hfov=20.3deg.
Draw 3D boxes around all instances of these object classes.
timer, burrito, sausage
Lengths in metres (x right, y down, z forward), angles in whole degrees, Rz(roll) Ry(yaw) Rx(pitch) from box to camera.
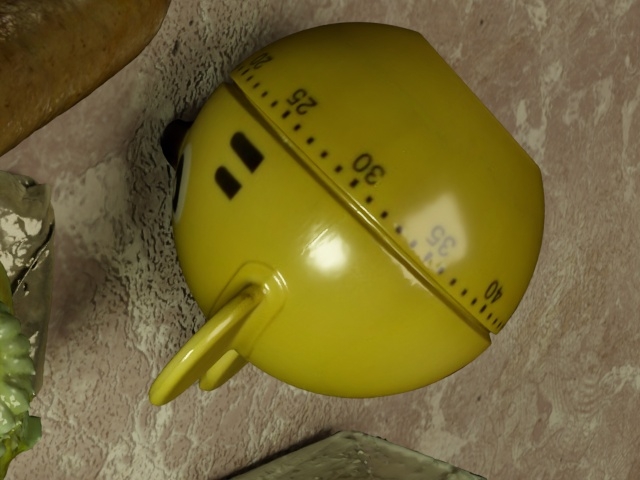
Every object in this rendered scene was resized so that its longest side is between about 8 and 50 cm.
[{"bbox_3d":[0.000,0.000,1.603,0.387,0.376,0.376,-44,141,5],"label":"timer"},{"bbox_3d":[-0.264,0.051,1.495,0.087,0.060,0.226,-6,111,-44],"label":"burrito"},{"bbox_3d":[-0.261,-0.120,1.328,0.123,0.136,0.501,50,36,-3],"label":"sausage"}]

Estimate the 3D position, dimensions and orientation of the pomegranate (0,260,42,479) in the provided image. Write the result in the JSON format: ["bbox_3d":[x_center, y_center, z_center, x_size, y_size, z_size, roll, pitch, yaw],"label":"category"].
[{"bbox_3d":[-0.327,0.122,1.325,0.260,0.260,0.340,-52,167,-23],"label":"pomegranate"}]

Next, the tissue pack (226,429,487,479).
[{"bbox_3d":[0.023,0.436,1.848,0.264,0.253,0.416,-21,120,-46],"label":"tissue pack"}]
